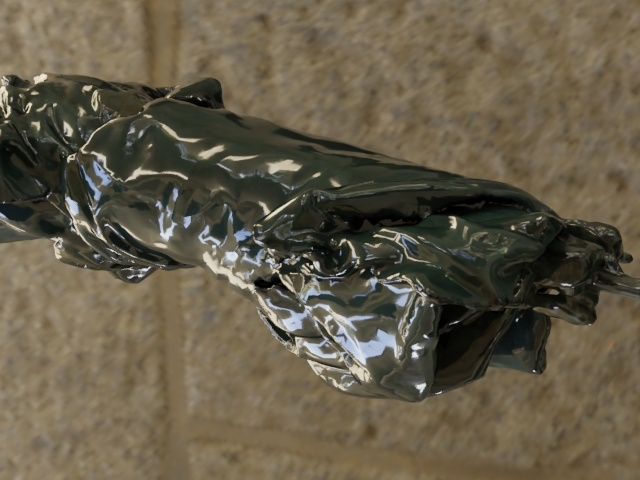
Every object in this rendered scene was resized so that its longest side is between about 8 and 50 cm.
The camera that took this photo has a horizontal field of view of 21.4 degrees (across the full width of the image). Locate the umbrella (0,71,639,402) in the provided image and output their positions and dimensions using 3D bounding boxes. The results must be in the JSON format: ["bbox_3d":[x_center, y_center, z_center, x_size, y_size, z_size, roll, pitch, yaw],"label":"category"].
[{"bbox_3d":[-0.001,0.003,0.627,0.349,0.143,0.094,14,112,31],"label":"umbrella"}]
